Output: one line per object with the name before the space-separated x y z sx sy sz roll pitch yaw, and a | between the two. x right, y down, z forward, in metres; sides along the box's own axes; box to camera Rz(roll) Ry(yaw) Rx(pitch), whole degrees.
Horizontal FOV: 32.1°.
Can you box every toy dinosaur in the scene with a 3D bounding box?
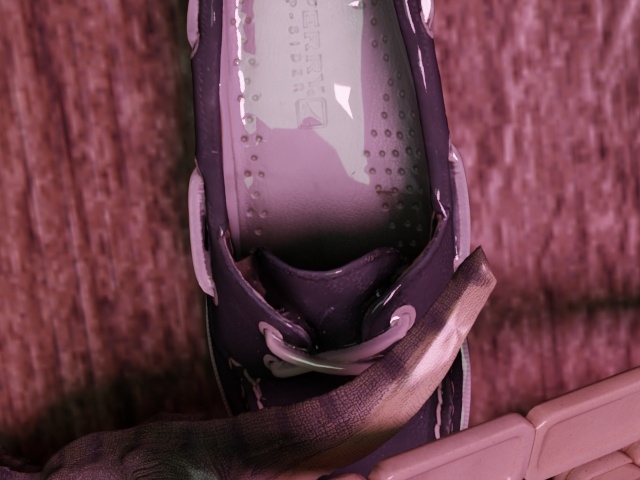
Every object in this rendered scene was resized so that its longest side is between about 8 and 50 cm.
toy dinosaur | -0.031 0.102 0.409 0.268 0.064 0.118 -24 104 31

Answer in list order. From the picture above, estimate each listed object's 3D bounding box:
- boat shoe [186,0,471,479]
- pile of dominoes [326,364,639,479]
boat shoe | 0.000 0.000 0.423 0.114 0.091 0.302 -10 101 3
pile of dominoes | 0.058 0.125 0.409 0.251 0.040 0.196 -13 127 -27
